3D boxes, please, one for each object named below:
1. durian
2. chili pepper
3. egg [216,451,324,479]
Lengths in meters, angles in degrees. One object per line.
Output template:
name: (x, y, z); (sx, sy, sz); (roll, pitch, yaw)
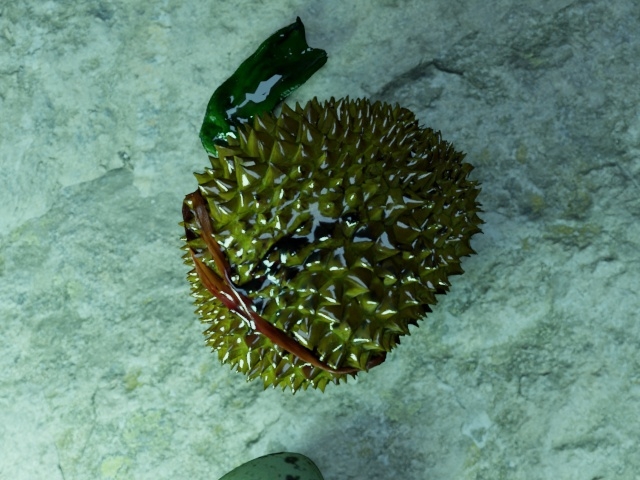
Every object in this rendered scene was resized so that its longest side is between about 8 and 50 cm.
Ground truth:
durian: (0.004, 0.003, 1.662); (0.348, 0.347, 0.384); (30, 86, 12)
chili pepper: (-0.080, -0.204, 1.854); (0.098, 0.061, 0.224); (35, 85, 19)
egg: (-0.075, 0.358, 1.670); (0.177, 0.177, 0.228); (30, 72, 12)
